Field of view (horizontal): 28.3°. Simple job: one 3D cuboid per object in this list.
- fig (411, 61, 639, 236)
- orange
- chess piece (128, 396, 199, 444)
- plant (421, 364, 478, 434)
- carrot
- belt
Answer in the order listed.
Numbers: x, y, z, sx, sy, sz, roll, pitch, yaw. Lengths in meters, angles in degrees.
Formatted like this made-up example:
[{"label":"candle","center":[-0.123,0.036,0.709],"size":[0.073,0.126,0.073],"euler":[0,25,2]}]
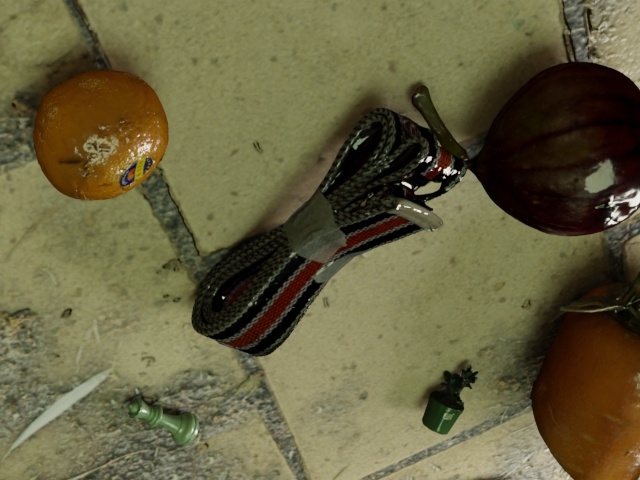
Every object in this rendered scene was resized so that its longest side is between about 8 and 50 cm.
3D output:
[{"label":"fig","center":[0.243,-0.086,1.413],"size":[0.249,0.186,0.204],"euler":[-14,150,-3]},{"label":"orange","center":[-0.216,-0.106,1.231],"size":[0.135,0.117,0.135],"euler":[-42,173,-6]},{"label":"chess piece","center":[-0.197,0.219,1.563],"size":[0.093,0.042,0.042],"euler":[28,113,-33]},{"label":"plant","center":[0.176,0.209,1.714],"size":[0.051,0.051,0.102],"euler":[17,106,-34]},{"label":"carrot","center":[0.397,0.158,1.671],"size":[0.193,0.214,0.331],"euler":[-29,151,-49]},{"label":"belt","center":[0.000,0.000,1.411],"size":[0.359,0.126,0.094],"euler":[-40,143,23]}]
